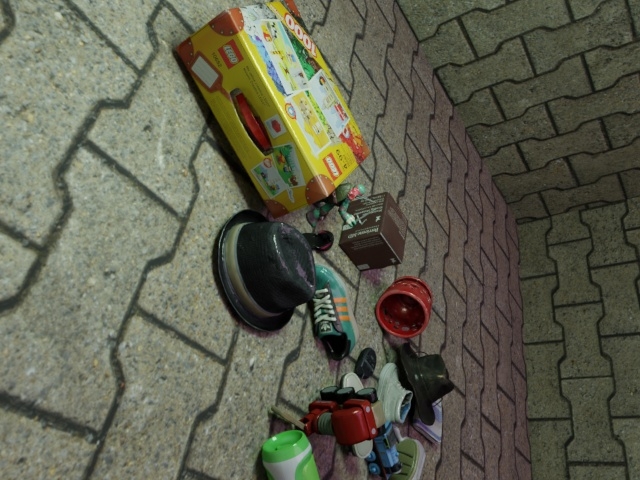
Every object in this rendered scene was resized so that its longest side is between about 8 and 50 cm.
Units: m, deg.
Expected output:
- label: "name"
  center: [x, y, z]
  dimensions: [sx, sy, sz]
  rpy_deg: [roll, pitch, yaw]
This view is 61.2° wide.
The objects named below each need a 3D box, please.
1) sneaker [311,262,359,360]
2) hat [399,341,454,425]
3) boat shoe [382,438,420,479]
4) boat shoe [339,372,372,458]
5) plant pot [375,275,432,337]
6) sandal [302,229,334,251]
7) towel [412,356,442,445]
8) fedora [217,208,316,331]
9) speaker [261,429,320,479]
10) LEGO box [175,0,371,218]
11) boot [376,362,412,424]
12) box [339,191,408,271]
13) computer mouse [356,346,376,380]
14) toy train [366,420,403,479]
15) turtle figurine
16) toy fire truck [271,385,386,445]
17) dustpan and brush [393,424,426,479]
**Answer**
- label: "sneaker"
  center: [0.029, 0.216, 1.600]
  dimensions: [0.302, 0.108, 0.121]
  rpy_deg: [67, 29, -17]
- label: "hat"
  center: [0.401, 0.496, 1.936]
  dimensions: [0.331, 0.133, 0.332]
  rpy_deg: [-19, 90, -75]
- label: "boat shoe"
  center: [0.261, 0.799, 1.742]
  dimensions: [0.103, 0.113, 0.302]
  rpy_deg: [51, 50, -36]
- label: "boat shoe"
  center: [0.091, 0.512, 1.597]
  dimensions: [0.095, 0.079, 0.255]
  rpy_deg: [-20, 99, -37]
- label: "plant pot"
  center: [0.315, 0.231, 1.963]
  dimensions: [0.174, 0.191, 0.191]
  rpy_deg: [-44, 115, -57]
- label: "sandal"
  center: [0.000, 0.000, 1.701]
  dimensions: [0.179, 0.040, 0.067]
  rpy_deg: [-4, 81, -58]
- label: "towel"
  center: [0.420, 0.628, 2.120]
  dimensions: [0.209, 0.034, 0.285]
  rpy_deg: [45, 41, -36]
- label: "fedora"
  center: [-0.112, 0.068, 1.396]
  dimensions: [0.334, 0.152, 0.334]
  rpy_deg: [27, 56, -50]
- label: "speaker"
  center: [-0.050, 0.621, 1.304]
  dimensions: [0.131, 0.131, 0.297]
  rpy_deg: [-20, 95, -58]
- label: "LEGO box"
  center: [-0.104, -0.372, 1.495]
  dimensions: [0.501, 0.193, 0.372]
  rpy_deg: [60, 33, -14]
- label: "boot"
  center: [0.257, 0.516, 1.822]
  dimensions: [0.095, 0.123, 0.258]
  rpy_deg: [58, 36, -26]
- label: "box"
  center: [0.190, -0.030, 1.888]
  dimensions: [0.167, 0.168, 0.203]
  rpy_deg: [51, 39, -35]
- label: "computer mouse"
  center: [0.120, 0.443, 1.728]
  dimensions: [0.071, 0.041, 0.242]
  rpy_deg: [58, 43, -25]
- label: "toy train"
  center: [0.192, 0.652, 1.684]
  dimensions: [0.080, 0.105, 0.184]
  rpy_deg: [-26, 100, -57]
- label: "turtle figurine"
  center: [0.070, -0.124, 1.675]
  dimensions: [0.118, 0.234, 0.175]
  rpy_deg: [59, 36, -25]
- label: "toy fire truck"
  center: [0.014, 0.461, 1.403]
  dimensions: [0.246, 0.217, 0.159]
  rpy_deg: [-16, 92, -43]
- label: "dustpan and brush"
  center: [0.302, 0.723, 1.888]
  dimensions: [0.147, 0.060, 0.211]
  rpy_deg: [-50, 126, -54]
